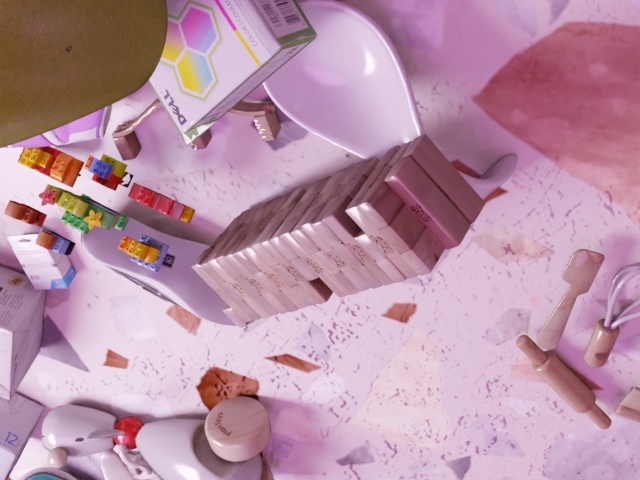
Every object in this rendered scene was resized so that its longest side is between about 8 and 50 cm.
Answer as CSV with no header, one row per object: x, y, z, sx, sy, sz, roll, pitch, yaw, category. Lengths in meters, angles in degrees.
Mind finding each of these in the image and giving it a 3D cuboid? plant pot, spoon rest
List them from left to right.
-0.272,-0.184,0.836,0.275,0.293,0.274,6,99,39,plant pot
0.063,-0.120,0.998,0.276,0.084,0.137,34,130,-13,spoon rest

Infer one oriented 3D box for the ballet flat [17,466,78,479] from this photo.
-0.289,0.470,1.590,0.400,0.139,0.139,34,130,-7,ballet flat

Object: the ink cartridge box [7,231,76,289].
-0.333,0.018,1.272,0.048,0.028,0.083,-4,128,20,ink cartridge box

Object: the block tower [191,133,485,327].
0.000,0.000,1.050,0.097,0.091,0.335,47,144,-16,block tower

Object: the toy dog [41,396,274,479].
-0.212,0.304,1.386,0.334,0.161,0.220,-13,123,26,toy dog

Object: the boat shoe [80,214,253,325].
-0.167,0.031,1.210,0.219,0.077,0.070,28,168,-7,boat shoe

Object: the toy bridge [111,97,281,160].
-0.131,-0.124,1.092,0.188,0.026,0.063,-6,126,23,toy bridge

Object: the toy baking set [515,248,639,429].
0.318,0.110,1.152,0.256,0.030,0.197,40,126,-17,toy baking set

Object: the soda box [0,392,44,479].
-0.535,0.220,1.463,0.286,0.091,0.098,28,133,-7,soda box

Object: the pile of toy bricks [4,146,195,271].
-0.249,-0.037,1.106,0.212,0.105,0.118,24,90,16,pile of toy bricks

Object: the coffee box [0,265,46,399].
-0.478,0.085,1.327,0.246,0.098,0.141,20,132,1,coffee box

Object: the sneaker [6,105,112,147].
-0.272,-0.213,1.025,0.161,0.102,0.282,0,136,8,sneaker

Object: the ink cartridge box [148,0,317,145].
-0.111,-0.174,0.984,0.209,0.062,0.109,-33,88,41,ink cartridge box
